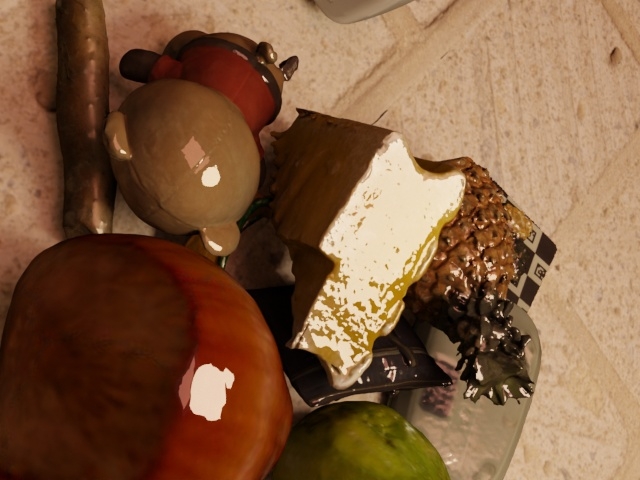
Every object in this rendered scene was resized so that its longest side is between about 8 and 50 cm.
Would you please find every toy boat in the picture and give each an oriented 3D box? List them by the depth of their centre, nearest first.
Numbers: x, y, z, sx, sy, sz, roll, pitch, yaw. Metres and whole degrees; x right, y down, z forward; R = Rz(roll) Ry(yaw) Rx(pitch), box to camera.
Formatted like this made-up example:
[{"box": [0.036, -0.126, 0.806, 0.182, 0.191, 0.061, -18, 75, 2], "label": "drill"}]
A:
[{"box": [-0.111, 0.002, 1.800, 0.088, 0.089, 0.229, 37, 45, 0], "label": "toy boat"}]

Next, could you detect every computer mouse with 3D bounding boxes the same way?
[{"box": [0.195, 0.212, 1.993, 0.197, 0.095, 0.330, 26, 63, -5], "label": "computer mouse"}]

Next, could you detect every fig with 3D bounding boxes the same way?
[{"box": [0.059, 0.289, 1.743, 0.233, 0.314, 0.233, 5, 64, -10], "label": "fig"}]

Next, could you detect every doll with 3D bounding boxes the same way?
[{"box": [-0.137, -0.140, 1.738, 0.235, 0.174, 0.330, 48, 40, -23], "label": "doll"}]

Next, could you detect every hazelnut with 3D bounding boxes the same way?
[{"box": [-0.193, 0.171, 1.560, 0.366, 0.366, 0.365, 12, 71, -37], "label": "hazelnut"}]

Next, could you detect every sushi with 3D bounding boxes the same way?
[{"box": [0.283, 0.023, 2.148, 0.192, 0.050, 0.215, 44, 55, -21], "label": "sushi"}]

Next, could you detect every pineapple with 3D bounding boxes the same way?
[{"box": [0.185, 0.061, 1.895, 0.202, 0.202, 0.362, 13, 45, -36], "label": "pineapple"}]

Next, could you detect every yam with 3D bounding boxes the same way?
[{"box": [-0.282, -0.149, 1.720, 0.067, 0.071, 0.317, 4, 75, -34], "label": "yam"}]

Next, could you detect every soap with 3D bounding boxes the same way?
[{"box": [0.000, 0.000, 1.828, 0.169, 0.339, 0.304, 32, 86, -25], "label": "soap"}]

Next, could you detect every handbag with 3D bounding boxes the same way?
[{"box": [0.028, 0.130, 1.848, 0.254, 0.088, 0.211, -4, 42, -42], "label": "handbag"}]

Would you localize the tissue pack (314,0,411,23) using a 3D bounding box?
[{"box": [0.065, -0.489, 1.992, 0.236, 0.229, 0.333, -37, 102, -40], "label": "tissue pack"}]
